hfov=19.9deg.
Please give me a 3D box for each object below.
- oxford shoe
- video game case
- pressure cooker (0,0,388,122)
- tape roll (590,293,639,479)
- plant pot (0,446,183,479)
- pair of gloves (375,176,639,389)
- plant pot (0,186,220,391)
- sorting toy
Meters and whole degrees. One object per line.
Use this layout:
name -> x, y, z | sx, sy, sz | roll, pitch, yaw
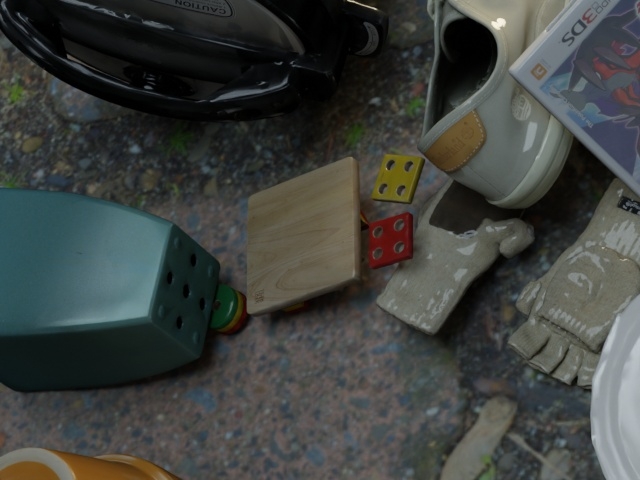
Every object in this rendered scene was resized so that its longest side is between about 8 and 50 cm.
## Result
oxford shoe -> 0.169, -0.237, 1.730 | 0.169, 0.130, 0.449 | -45, 30, 51
video game case -> 0.295, -0.149, 1.600 | 0.183, 0.201, 0.023 | -48, 18, 4
pressure cooker -> -0.121, -0.319, 1.830 | 0.370, 0.375, 0.420 | -1, 65, 43
tape roll -> 0.368, 0.143, 1.500 | 0.286, 0.100, 0.286 | -12, 62, 22
plant pot -> -0.228, 0.279, 1.681 | 0.205, 0.188, 0.205 | -12, 61, 22
pair of gloves -> 0.191, 0.019, 1.689 | 0.240, 0.042, 0.204 | 18, 70, 27
plant pot -> -0.231, 0.051, 1.812 | 0.234, 0.166, 0.165 | 0, 66, 27
sorting toy -> 0.000, 0.000, 1.780 | 0.274, 0.046, 0.132 | -21, 57, 33
